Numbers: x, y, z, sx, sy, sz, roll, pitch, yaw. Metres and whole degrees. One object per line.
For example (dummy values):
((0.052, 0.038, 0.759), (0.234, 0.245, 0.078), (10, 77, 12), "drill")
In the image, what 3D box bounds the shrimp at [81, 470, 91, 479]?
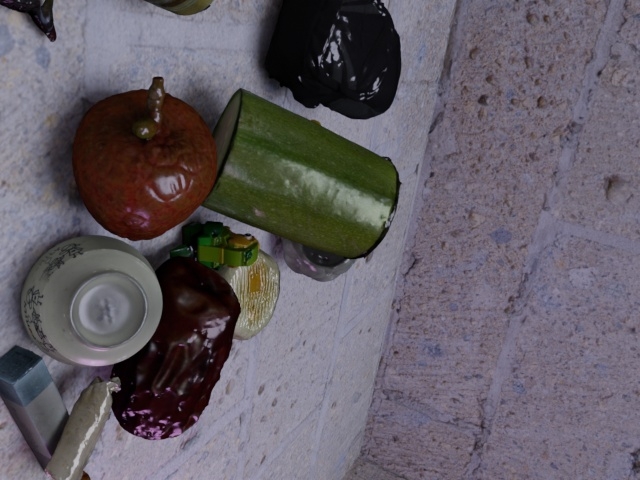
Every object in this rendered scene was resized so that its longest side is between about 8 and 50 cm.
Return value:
((-0.544, 0.585, 1.211), (0.150, 0.068, 0.248), (92, 23, -45), "shrimp")

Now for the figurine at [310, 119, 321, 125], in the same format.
((-0.049, -0.231, 1.655), (0.156, 0.131, 0.246), (115, -3, -57), "figurine")

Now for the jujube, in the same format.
((-0.301, 0.224, 1.250), (0.258, 0.258, 0.376), (-8, 115, -65), "jujube")

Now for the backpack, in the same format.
((0.057, -0.483, 1.536), (0.446, 0.255, 0.363), (24, 83, -53), "backpack")

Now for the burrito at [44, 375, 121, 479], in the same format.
((-0.438, 0.355, 1.107), (0.087, 0.060, 0.225), (64, 45, -68), "burrito")

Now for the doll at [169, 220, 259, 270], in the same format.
((-0.232, 0.017, 1.355), (0.134, 0.186, 0.106), (-90, -174, -65), "doll")

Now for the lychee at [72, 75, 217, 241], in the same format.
((-0.290, -0.134, 1.010), (0.300, 0.255, 0.255), (-44, -178, 45), "lychee")

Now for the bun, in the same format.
((-0.211, 0.129, 1.510), (0.244, 0.153, 0.243), (-8, 101, -49), "bun")

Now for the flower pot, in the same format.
((0.000, 0.000, 1.773), (0.195, 0.246, 0.246), (169, -58, -80), "flower pot")

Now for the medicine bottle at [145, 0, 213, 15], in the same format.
((-0.290, -0.450, 0.889), (0.322, 0.151, 0.151), (-12, 117, -66), "medicine bottle")

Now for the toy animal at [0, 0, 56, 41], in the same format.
((-0.423, -0.345, 0.816), (0.105, 0.070, 0.202), (-54, 156, -9), "toy animal")

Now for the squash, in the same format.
((-0.051, -0.129, 1.307), (0.385, 0.263, 0.263), (21, 87, -23), "squash")

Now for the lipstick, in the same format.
((-0.505, 0.328, 1.098), (0.068, 0.066, 0.317), (-52, 150, -44), "lipstick")

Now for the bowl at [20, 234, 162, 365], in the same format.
((-0.372, 0.109, 1.020), (0.238, 0.126, 0.237), (-2, 93, -32), "bowl")
